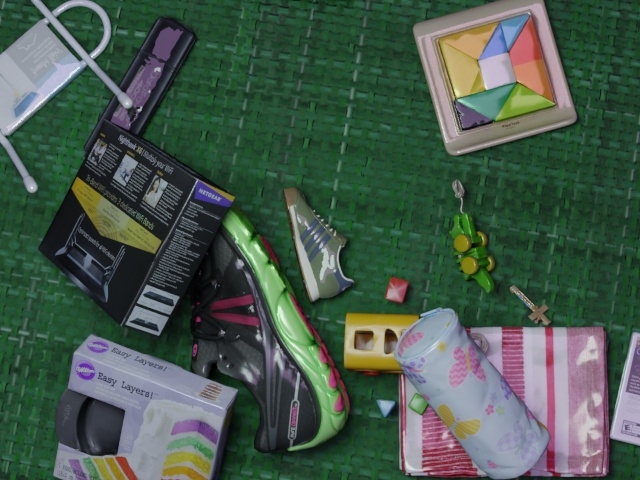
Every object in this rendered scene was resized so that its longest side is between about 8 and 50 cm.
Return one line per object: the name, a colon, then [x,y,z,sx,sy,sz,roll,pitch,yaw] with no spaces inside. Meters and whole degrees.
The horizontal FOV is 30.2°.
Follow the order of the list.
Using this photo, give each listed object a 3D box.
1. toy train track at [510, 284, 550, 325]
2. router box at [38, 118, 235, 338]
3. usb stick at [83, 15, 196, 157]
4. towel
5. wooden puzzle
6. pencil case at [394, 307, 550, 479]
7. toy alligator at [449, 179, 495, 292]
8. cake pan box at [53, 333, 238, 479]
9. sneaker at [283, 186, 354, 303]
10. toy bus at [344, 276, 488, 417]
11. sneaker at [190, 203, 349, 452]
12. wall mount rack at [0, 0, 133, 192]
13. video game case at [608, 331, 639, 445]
toy train track: [0.334,0.106,1.900,0.048,0.014,0.083,-28,68,-40]
router box: [-0.291,-0.025,1.828,0.309,0.081,0.243,33,96,47]
usb stick: [-0.301,-0.246,1.981,0.077,0.045,0.278,29,85,0]
towel: [0.288,0.254,1.876,0.329,0.037,0.237,-1,81,4]
wooden puzzle: [0.285,-0.276,1.943,0.221,0.044,0.238,-15,81,2]
pencil case: [0.228,0.228,1.763,0.273,0.113,0.124,50,55,-17]
toy alligator: [0.231,-0.001,1.909,0.051,0.056,0.189,-25,79,41]
cake pan box: [-0.277,0.296,1.833,0.267,0.070,0.245,20,115,9]
sneaker: [0.000,0.000,1.921,0.086,0.064,0.192,-13,82,-5]
toy bus: [0.130,0.161,1.840,0.202,0.104,0.191,-44,78,-2]
sneaker: [-0.137,0.114,1.853,0.202,0.185,0.482,-29,78,1]
wall mount rack: [-0.470,-0.247,1.948,0.350,0.130,0.304,-42,81,-2]
video game case: [0.565,0.250,1.864,0.190,0.022,0.173,14,84,7]
